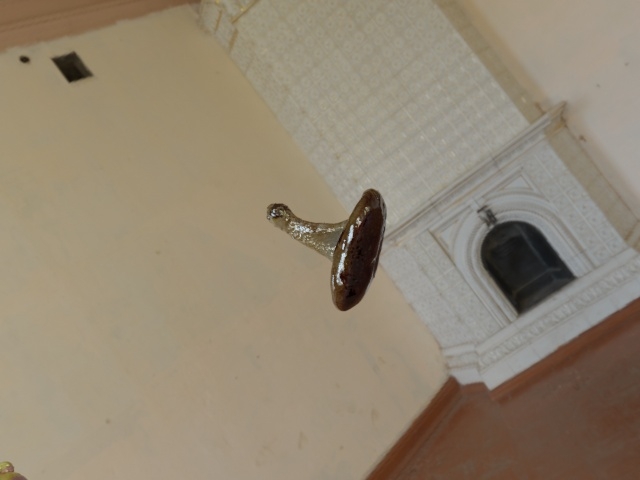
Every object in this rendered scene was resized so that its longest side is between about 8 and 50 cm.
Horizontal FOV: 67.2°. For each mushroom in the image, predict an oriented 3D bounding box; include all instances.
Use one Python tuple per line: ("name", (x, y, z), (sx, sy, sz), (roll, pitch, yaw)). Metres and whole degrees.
("mushroom", (0.000, 0.000, 0.868), (0.148, 0.217, 0.227), (-28, -48, -72))

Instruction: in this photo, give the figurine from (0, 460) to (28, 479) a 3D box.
("figurine", (-0.486, 0.411, 0.684), (0.083, 0.083, 0.187), (-39, 25, 37))
